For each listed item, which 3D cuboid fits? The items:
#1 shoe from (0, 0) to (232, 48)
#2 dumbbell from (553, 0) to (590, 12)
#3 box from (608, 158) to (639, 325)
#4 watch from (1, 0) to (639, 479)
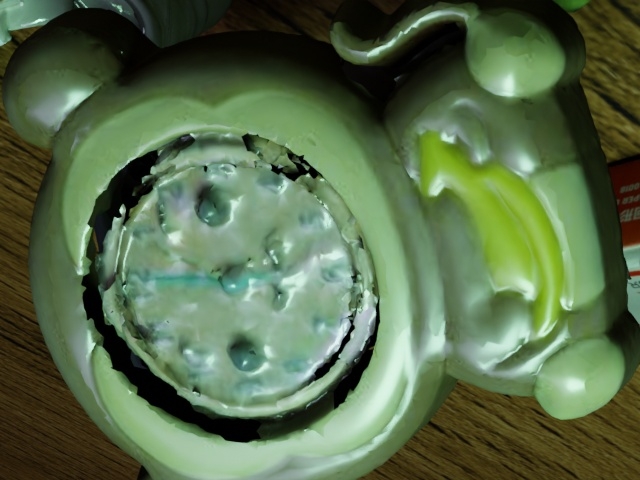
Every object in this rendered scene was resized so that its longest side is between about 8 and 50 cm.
[{"bbox_3d":[-0.187,-0.199,0.742,0.124,0.159,0.316,-7,144,42],"label":"shoe"},{"bbox_3d":[0.116,-0.236,0.526,0.108,0.121,0.302,-9,150,-3],"label":"dumbbell"},{"bbox_3d":[0.232,0.019,0.900,0.133,0.099,0.182,37,148,-31],"label":"box"},{"bbox_3d":[0.018,-0.015,0.719,0.335,0.327,0.314,-12,100,19],"label":"watch"}]
